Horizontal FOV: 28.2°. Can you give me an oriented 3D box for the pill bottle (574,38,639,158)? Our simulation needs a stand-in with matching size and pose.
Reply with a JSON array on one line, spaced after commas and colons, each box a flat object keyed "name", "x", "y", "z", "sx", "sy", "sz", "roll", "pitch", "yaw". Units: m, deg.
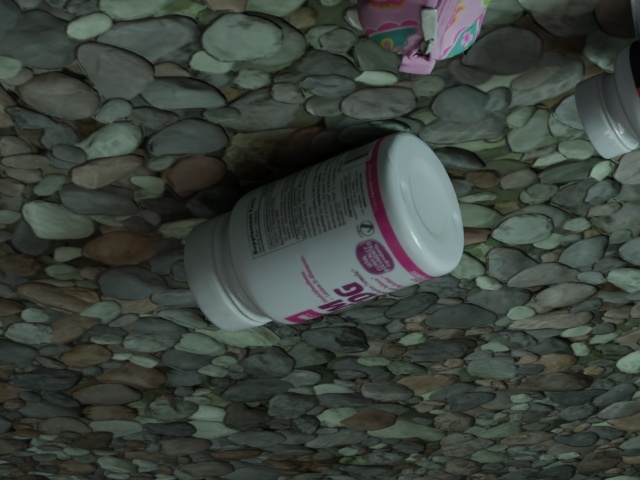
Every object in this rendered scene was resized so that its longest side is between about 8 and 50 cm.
[{"name": "pill bottle", "x": 0.337, "y": -0.146, "z": 1.168, "sx": 0.193, "sy": 0.108, "sz": 0.108, "roll": -23, "pitch": 145, "yaw": 31}]

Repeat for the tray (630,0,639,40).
[{"name": "tray", "x": 0.352, "y": -0.236, "z": 1.150, "sx": 0.145, "sy": 0.030, "sz": 0.270, "roll": -10, "pitch": 150, "yaw": 14}]

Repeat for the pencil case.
[{"name": "pencil case", "x": 0.114, "y": -0.255, "z": 1.002, "sx": 0.124, "sy": 0.124, "sz": 0.284, "roll": 5, "pitch": 149, "yaw": -14}]

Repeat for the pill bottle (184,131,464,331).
[{"name": "pill bottle", "x": 0.000, "y": 0.000, "z": 1.407, "sx": 0.283, "sy": 0.160, "sz": 0.160, "roll": -20, "pitch": 147, "yaw": 29}]
